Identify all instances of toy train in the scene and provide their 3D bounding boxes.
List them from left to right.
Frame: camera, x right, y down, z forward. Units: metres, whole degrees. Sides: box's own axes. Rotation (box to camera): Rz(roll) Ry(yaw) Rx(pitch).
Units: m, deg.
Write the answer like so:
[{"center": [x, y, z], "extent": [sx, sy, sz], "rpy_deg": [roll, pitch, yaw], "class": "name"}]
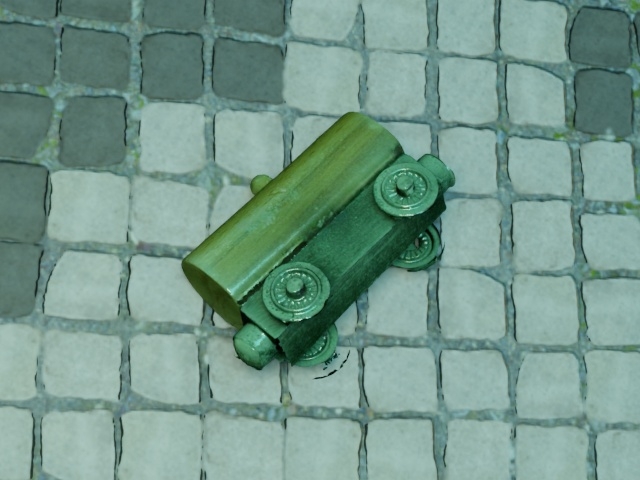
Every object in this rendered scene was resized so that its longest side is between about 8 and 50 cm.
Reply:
[{"center": [0.000, 0.004, 1.499], "extent": [0.189, 0.126, 0.307], "rpy_deg": [33, 66, 33], "class": "toy train"}]
